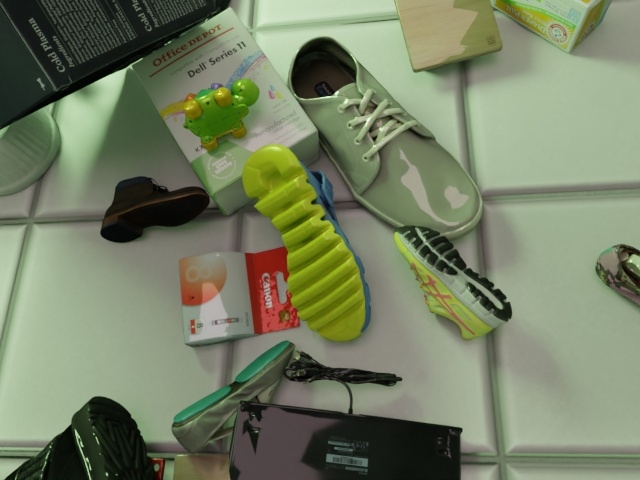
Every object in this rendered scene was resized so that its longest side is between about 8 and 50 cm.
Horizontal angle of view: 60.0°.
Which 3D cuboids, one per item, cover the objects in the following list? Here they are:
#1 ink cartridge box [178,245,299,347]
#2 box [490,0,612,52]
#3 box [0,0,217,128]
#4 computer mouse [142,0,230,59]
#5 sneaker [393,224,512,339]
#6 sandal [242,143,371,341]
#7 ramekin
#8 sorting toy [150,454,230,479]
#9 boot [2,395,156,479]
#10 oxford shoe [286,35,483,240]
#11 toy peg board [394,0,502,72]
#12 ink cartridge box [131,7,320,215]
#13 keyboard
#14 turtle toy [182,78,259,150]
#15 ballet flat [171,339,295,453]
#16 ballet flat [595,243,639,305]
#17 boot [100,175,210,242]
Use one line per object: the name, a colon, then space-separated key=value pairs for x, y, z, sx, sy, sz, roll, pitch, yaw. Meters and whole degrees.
ink cartridge box: x=-0.134 y=0.085 z=0.891 sx=0.179 sy=0.045 sz=0.146 roll=-13 pitch=67 yaw=6
box: x=0.405 y=-0.449 z=0.983 sx=0.103 sy=0.114 sz=0.203 roll=-43 pitch=69 yaw=-11
box: x=-0.403 y=-0.343 z=0.887 sx=0.343 sy=0.179 sz=0.312 roll=-4 pitch=33 yaw=45
computer mouse: x=-0.251 y=-0.467 z=1.114 sx=0.188 sy=0.072 sz=0.272 roll=5 pitch=69 yaw=11
sneaker: x=0.176 y=0.065 z=0.825 sx=0.081 sy=0.094 sz=0.208 roll=-22 pitch=63 yaw=-45
sandal: x=0.000 y=0.000 z=0.861 sx=0.126 sy=0.138 sz=0.318 roll=-22 pitch=85 yaw=24
ramekin: x=-0.616 y=-0.198 z=1.042 sx=0.207 sy=0.109 sz=0.207 roll=-3 pitch=68 yaw=7
sorting toy: x=-0.147 y=0.370 z=0.775 sx=0.274 sy=0.046 sz=0.132 roll=-4 pitch=68 yaw=7
boot: x=-0.323 y=0.400 z=0.695 sx=0.260 sy=0.131 sz=0.348 roll=-41 pitch=41 yaw=0
oxford shoe: x=0.086 y=-0.176 z=0.917 sx=0.169 sy=0.130 sz=0.449 roll=-36 pitch=69 yaw=-9
toy peg board: x=0.228 y=-0.391 z=1.019 sx=0.161 sy=0.079 sz=0.161 roll=-14 pitch=83 yaw=4
ink cartridge box: x=-0.178 y=-0.249 z=0.965 sx=0.207 sy=0.119 sz=0.353 roll=-33 pitch=76 yaw=-5
keyboard: x=0.039 y=0.264 z=0.769 sx=0.317 sy=0.033 sz=0.202 roll=8 pitch=65 yaw=-2
turtle toy: x=-0.152 y=-0.203 z=0.850 sx=0.130 sy=0.095 sz=0.066 roll=-24 pitch=56 yaw=-4
ballet flat: x=-0.115 y=0.231 z=0.817 sx=0.213 sy=0.072 sz=0.068 roll=-33 pitch=98 yaw=-20
ballet flat: x=0.498 y=0.079 z=0.776 sx=0.221 sy=0.079 sz=0.077 roll=37 pitch=77 yaw=20
boot: x=-0.282 y=-0.077 z=0.942 sx=0.219 sy=0.082 sz=0.106 roll=-16 pitch=58 yaw=21
